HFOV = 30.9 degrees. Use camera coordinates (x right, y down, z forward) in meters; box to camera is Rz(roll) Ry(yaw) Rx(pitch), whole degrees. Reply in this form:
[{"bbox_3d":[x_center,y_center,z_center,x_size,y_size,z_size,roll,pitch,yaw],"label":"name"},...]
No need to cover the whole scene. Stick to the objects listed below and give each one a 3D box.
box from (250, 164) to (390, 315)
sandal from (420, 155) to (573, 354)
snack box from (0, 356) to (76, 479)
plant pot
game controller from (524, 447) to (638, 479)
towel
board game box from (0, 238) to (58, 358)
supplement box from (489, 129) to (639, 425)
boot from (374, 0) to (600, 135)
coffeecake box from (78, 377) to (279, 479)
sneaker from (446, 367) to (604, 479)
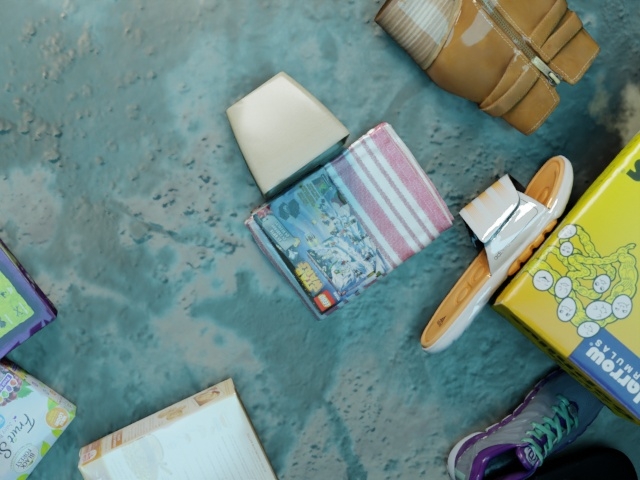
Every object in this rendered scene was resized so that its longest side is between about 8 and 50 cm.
[{"bbox_3d":[0.000,0.000,1.258,0.094,0.027,0.137,-34,103,-1],"label":"box"},{"bbox_3d":[0.177,0.005,1.274,0.076,0.102,0.265,36,94,-12],"label":"sandal"},{"bbox_3d":[-0.347,0.212,1.256,0.100,0.037,0.141,38,91,-13],"label":"snack box"},{"bbox_3d":[-0.043,-0.115,1.227,0.109,0.109,0.096,-36,90,-2],"label":"plant pot"},{"bbox_3d":[0.320,0.405,1.370,0.166,0.067,0.319,-15,101,-6],"label":"game controller"},{"bbox_3d":[0.034,-0.020,1.288,0.197,0.029,0.144,-36,102,0],"label":"towel"},{"bbox_3d":[-0.462,0.004,1.206,0.208,0.056,0.347,-37,101,-6],"label":"board game box"},{"bbox_3d":[0.370,-0.003,1.229,0.194,0.195,0.356,41,90,7],"label":"supplement box"},{"bbox_3d":[0.222,-0.272,1.235,0.220,0.109,0.283,36,94,-10],"label":"boot"},{"bbox_3d":[-0.151,0.259,1.277,0.185,0.068,0.142,-25,101,-5],"label":"coffeecake box"},{"bbox_3d":[0.253,0.225,1.317,0.223,0.098,0.083,-37,102,-2],"label":"sneaker"}]
